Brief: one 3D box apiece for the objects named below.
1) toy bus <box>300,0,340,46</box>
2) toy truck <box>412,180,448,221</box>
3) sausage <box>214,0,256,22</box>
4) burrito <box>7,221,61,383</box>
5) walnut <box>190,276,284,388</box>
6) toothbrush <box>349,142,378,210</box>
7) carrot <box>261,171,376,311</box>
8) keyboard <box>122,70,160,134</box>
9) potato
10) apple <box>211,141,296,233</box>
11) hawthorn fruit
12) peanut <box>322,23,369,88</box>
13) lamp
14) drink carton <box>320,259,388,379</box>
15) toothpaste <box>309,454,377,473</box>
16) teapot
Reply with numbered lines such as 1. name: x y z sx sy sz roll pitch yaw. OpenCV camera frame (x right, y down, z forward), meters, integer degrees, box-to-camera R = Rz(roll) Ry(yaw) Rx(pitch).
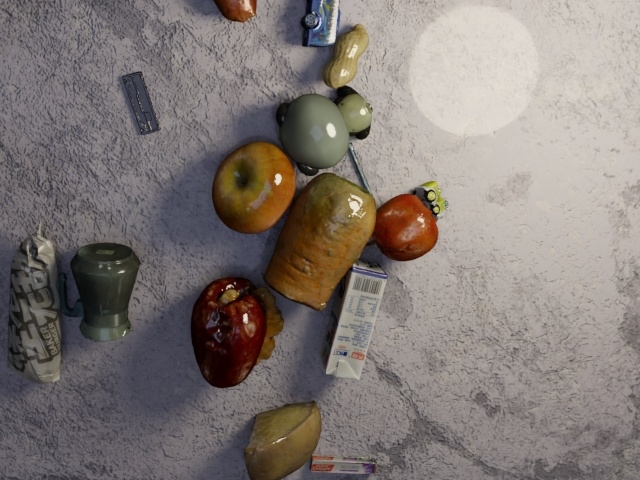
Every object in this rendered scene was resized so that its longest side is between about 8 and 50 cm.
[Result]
1. toy bus: 0.005 -0.602 1.698 0.094 0.079 0.236 4 102 -9
2. toy truck: 0.309 -0.108 1.860 0.077 0.076 0.111 -32 106 -22
3. sausage: -0.268 -0.687 1.639 0.097 0.094 0.348 -33 103 -13
4. burrito: -0.747 0.162 1.772 0.139 0.101 0.445 6 105 3
5. walnut: -0.222 0.243 1.811 0.244 0.222 0.269 -7 120 -27
6. toothbrush: 0.117 -0.163 1.847 0.019 0.016 0.219 -21 106 6
7. carrot: 0.000 0.000 1.761 0.224 0.224 0.340 27 100 -12
8. keyboard: -0.456 -0.350 1.734 0.053 0.010 0.155 -17 104 -4
9. potato: -0.089 0.592 1.876 0.190 0.264 0.211 -7 98 4
10. apple: -0.163 -0.131 1.729 0.235 0.173 0.210 -42 62 13
11. hawthorn fruit: 0.207 -0.025 1.809 0.200 0.179 0.179 -23 105 -1
12. peanut: 0.067 -0.467 1.726 0.082 0.082 0.187 24 82 -12
13. lamp: 0.012 -0.289 1.730 0.244 0.198 0.197 -30 106 -22
14. drink carton: 0.090 0.215 1.873 0.107 0.130 0.314 12 101 -8
15. toothpaste: 0.067 0.671 2.022 0.196 0.040 0.047 5 100 -8
16. teapot: -0.572 0.131 1.760 0.203 0.171 0.225 7 109 2
